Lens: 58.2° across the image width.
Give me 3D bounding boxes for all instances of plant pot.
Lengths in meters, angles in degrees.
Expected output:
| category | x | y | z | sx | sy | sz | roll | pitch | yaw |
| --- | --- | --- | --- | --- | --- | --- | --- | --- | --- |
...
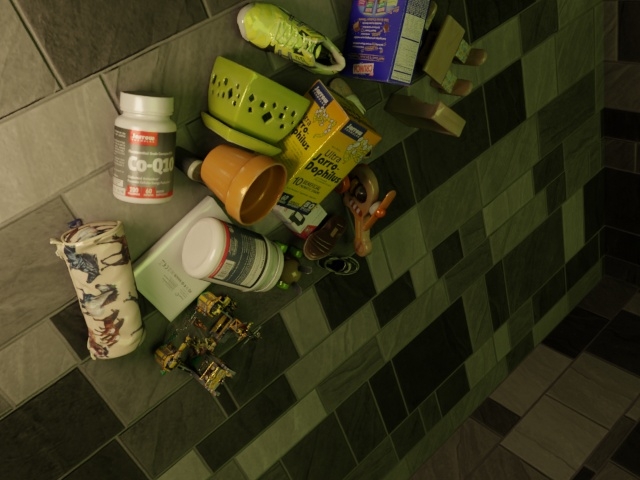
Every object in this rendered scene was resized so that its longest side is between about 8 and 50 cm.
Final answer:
| category | x | y | z | sx | sy | sz | roll | pitch | yaw |
| --- | --- | --- | --- | --- | --- | --- | --- | --- | --- |
| plant pot | -0.231 | -0.177 | 1.644 | 0.205 | 0.188 | 0.205 | -46 | 159 | -24 |
| plant pot | -0.206 | -0.384 | 1.692 | 0.228 | 0.227 | 0.207 | 16 | 104 | -43 |

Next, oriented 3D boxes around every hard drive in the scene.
| category | x | y | z | sx | sy | sz | roll | pitch | yaw |
| --- | --- | --- | --- | --- | --- | --- | --- | --- | --- |
| hard drive | -0.415 | 0.059 | 1.816 | 0.353 | 0.047 | 0.233 | -45 | 131 | -15 |

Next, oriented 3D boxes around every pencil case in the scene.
| category | x | y | z | sx | sy | sz | roll | pitch | yaw |
| --- | --- | --- | --- | --- | --- | --- | --- | --- | --- |
| pencil case | -0.610 | 0.144 | 1.614 | 0.184 | 0.160 | 0.409 | -10 | 116 | -13 |

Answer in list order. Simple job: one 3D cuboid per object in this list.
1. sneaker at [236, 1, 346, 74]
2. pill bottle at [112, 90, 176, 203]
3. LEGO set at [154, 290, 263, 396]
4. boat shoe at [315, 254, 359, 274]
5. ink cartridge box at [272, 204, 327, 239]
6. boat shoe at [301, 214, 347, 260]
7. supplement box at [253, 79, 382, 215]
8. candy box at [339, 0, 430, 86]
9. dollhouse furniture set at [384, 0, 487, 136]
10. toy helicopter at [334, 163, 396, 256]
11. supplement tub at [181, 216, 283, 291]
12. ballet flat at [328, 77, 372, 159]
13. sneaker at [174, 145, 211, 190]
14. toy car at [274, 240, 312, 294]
| category | x | y | z | sx | sy | sz | roll | pitch | yaw |
| --- | --- | --- | --- | --- | --- | --- | --- | --- | --- |
| sneaker | -0.075 | -0.616 | 1.748 | 0.385 | 0.147 | 0.145 | 10 | 103 | -40 |
| pill bottle | -0.475 | -0.253 | 1.557 | 0.161 | 0.161 | 0.282 | -6 | 112 | -38 |
| LEGO set | -0.349 | 0.348 | 1.869 | 0.331 | 0.192 | 0.255 | -48 | 142 | -16 |
| boat shoe | 0.078 | 0.100 | 2.226 | 0.220 | 0.070 | 0.077 | 11 | 101 | -42 |
| ink cartridge box | -0.078 | -0.107 | 2.008 | 0.127 | 0.072 | 0.175 | -51 | 132 | -10 |
| boat shoe | 0.005 | 0.006 | 2.071 | 0.095 | 0.095 | 0.257 | 50 | 44 | -1 |
| supplement box | -0.025 | -0.279 | 1.788 | 0.356 | 0.195 | 0.194 | -45 | 147 | 21 |
| candy box | 0.206 | -0.677 | 1.873 | 0.122 | 0.268 | 0.316 | 2 | 107 | -37 |
| dollhouse furniture set | 0.443 | -0.612 | 2.105 | 0.362 | 0.257 | 0.393 | 21 | 94 | -43 |
| toy helicopter | 0.166 | -0.098 | 2.104 | 0.140 | 0.235 | 0.354 | -21 | 120 | -33 |
| supplement tub | -0.268 | 0.050 | 1.772 | 0.272 | 0.191 | 0.191 | 21 | 94 | -43 |
| ballet flat | 0.119 | -0.421 | 2.018 | 0.108 | 0.106 | 0.315 | -39 | 128 | -21 |
| sneaker | -0.364 | -0.222 | 1.727 | 0.083 | 0.118 | 0.222 | -55 | 162 | 2 |
| toy car | -0.099 | 0.110 | 2.003 | 0.149 | 0.188 | 0.154 | 19 | 96 | -43 |
